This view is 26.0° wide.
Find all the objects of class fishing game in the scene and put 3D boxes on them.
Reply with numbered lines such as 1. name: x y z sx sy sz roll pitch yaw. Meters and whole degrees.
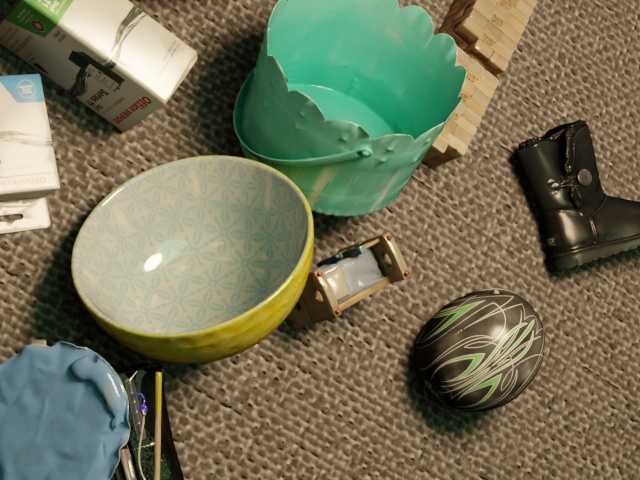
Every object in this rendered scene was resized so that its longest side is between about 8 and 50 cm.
1. fishing game: -0.301 0.205 1.571 0.264 0.041 0.189 -5 84 11

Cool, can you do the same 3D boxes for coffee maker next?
1. coffee maker: -0.216 0.237 1.649 0.171 0.120 0.178 -8 85 -48

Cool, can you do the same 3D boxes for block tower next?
1. block tower: 0.207 -0.256 1.986 0.091 0.097 0.335 36 67 -18

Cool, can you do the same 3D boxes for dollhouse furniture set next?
1. dollhouse furniture set: 0.000 0.000 1.796 0.129 0.129 0.183 -28 94 -30

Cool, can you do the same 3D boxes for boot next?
1. boot: 0.417 -0.081 2.061 0.246 0.094 0.207 -15 91 -24

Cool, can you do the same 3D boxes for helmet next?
1. helmet: 0.218 0.148 1.865 0.169 0.161 0.169 6 77 -28

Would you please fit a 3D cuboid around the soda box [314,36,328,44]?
1. soda box: 0.054 -0.388 1.838 0.092 0.263 0.083 0 39 -29

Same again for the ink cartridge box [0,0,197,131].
1. ink cartridge box: -0.274 -0.237 1.682 0.208 0.153 0.087 36 66 -17

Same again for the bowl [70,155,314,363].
1. bowl: -0.140 0.051 1.675 0.289 0.289 0.156 -46 144 -28

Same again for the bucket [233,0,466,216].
1. bucket: 0.031 -0.178 1.769 0.281 0.183 0.281 13 47 -14

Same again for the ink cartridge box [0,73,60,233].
1. ink cartridge box: -0.375 -0.102 1.652 0.104 0.060 0.180 -8 84 -30
